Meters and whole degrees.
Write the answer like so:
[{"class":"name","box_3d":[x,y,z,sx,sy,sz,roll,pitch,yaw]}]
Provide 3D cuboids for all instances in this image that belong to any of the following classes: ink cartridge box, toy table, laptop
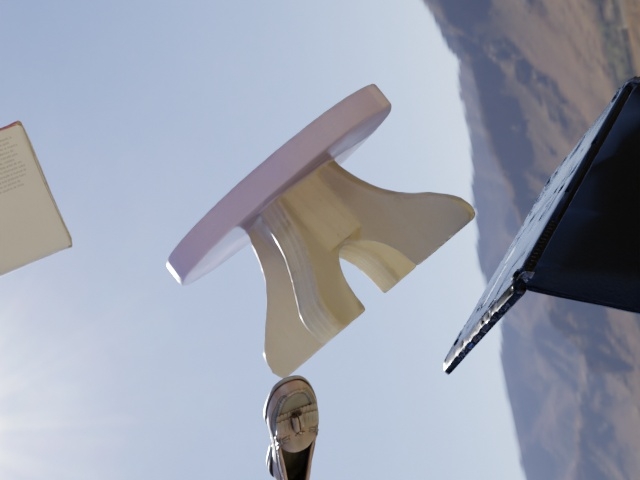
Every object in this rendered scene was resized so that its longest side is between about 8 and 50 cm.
[{"class":"ink cartridge box","box_3d":[-0.434,0.013,0.944,0.271,0.309,0.130,-6,107,60]},{"class":"toy table","box_3d":[0.000,0.000,0.944,0.161,0.274,0.252,50,-146,5]},{"class":"laptop","box_3d":[0.235,0.000,0.747,0.234,0.136,0.264,-54,-6,-30]}]

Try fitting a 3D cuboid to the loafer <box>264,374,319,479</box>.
[{"class":"loafer","box_3d":[-0.019,0.159,0.784,0.125,0.045,0.039,94,154,-43]}]
